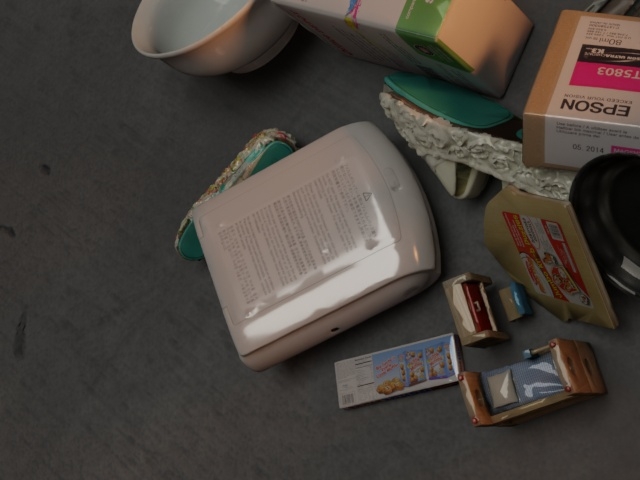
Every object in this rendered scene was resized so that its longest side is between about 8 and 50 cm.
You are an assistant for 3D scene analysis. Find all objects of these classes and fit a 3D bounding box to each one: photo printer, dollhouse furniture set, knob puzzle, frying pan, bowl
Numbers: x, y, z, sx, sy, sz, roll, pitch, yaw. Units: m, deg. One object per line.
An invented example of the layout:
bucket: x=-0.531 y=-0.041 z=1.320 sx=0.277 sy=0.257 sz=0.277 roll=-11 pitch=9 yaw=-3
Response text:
photo printer: x=0.000 y=0.000 z=1.570 sx=0.308 sy=0.107 sz=0.256 roll=-29 pitch=65 yaw=15
dollhouse furniture set: x=0.229 y=0.112 z=1.378 sx=0.129 sy=0.129 sz=0.183 roll=-24 pitch=72 yaw=25
knob puzzle: x=0.264 y=0.011 z=1.393 sx=0.030 sy=0.213 sz=0.213 roll=-36 pitch=53 yaw=-20
frying pan: x=0.402 y=0.031 z=1.256 sx=0.053 sy=0.197 sz=0.326 roll=-37 pitch=73 yaw=-31
bowl: x=-0.124 y=-0.342 z=1.724 sx=0.298 sy=0.134 sz=0.298 roll=-26 pitch=41 yaw=25

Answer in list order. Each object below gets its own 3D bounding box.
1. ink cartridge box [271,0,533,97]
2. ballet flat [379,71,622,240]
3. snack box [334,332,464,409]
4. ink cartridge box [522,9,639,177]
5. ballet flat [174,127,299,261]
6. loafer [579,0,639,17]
ink cartridge box: x=0.106 y=-0.303 z=1.548 sx=0.278 sy=0.201 sz=0.117 roll=22 pitch=88 yaw=36
ballet flat: x=0.226 y=-0.094 z=1.458 sx=0.409 sy=0.147 sz=0.147 roll=26 pitch=91 yaw=34
snack box: x=0.101 y=0.171 z=1.522 sx=0.178 sy=0.022 sz=0.064 roll=-17 pitch=67 yaw=28
ink cartridge box: x=0.365 y=-0.162 z=1.334 sx=0.235 sy=0.088 sz=0.193 roll=10 pitch=50 yaw=19
ballet flat: x=-0.122 y=-0.069 z=1.714 sx=0.241 sy=0.091 sz=0.077 roll=-45 pitch=27 yaw=9
loafer: x=0.405 y=-0.299 z=1.437 sx=0.267 sy=0.096 sz=0.084 roll=-43 pitch=77 yaw=23
